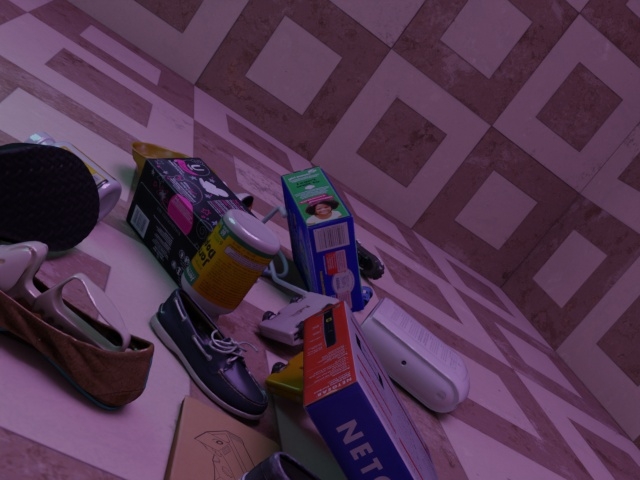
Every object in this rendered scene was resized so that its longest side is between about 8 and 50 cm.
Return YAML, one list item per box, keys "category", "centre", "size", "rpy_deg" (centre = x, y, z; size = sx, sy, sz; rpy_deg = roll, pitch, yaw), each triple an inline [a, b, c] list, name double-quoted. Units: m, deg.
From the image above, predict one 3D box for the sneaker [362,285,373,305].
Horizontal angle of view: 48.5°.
- category: "sneaker"
  centre: [0.110, 0.164, 1.971]
  size: [0.059, 0.053, 0.144]
  rpy_deg: [42, 23, 24]

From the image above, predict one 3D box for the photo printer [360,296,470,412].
- category: "photo printer"
  centre: [0.233, 0.285, 1.751]
  size: [0.307, 0.107, 0.256]
  rpy_deg: [39, 14, 5]

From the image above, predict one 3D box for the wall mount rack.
- category: "wall mount rack"
  centre: [-0.149, 0.024, 1.632]
  size: [0.350, 0.130, 0.304]
  rpy_deg: [21, 39, -45]

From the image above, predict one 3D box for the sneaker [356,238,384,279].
- category: "sneaker"
  centre: [0.119, 0.052, 2.321]
  size: [0.106, 0.078, 0.234]
  rpy_deg: [23, 15, -37]

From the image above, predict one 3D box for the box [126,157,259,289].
- category: "box"
  centre: [-0.254, -0.033, 1.426]
  size: [0.142, 0.163, 0.247]
  rpy_deg: [-7, 43, -46]

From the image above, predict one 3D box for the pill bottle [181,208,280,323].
- category: "pill bottle"
  centre: [-0.175, 0.057, 1.271]
  size: [0.117, 0.208, 0.117]
  rpy_deg: [35, 14, -10]

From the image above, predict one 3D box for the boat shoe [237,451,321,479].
- category: "boat shoe"
  centre: [0.026, 0.371, 0.905]
  size: [0.301, 0.102, 0.108]
  rpy_deg: [42, 11, -16]

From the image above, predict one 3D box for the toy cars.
- category: "toy cars"
  centre: [-0.027, 0.214, 1.370]
  size: [0.176, 0.087, 0.394]
  rpy_deg: [-3, 20, -7]

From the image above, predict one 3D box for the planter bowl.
- category: "planter bowl"
  centre: [-0.367, -0.156, 1.718]
  size: [0.217, 0.090, 0.217]
  rpy_deg: [22, 13, -6]

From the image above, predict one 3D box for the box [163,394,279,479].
- category: "box"
  centre: [-0.128, 0.305, 0.964]
  size: [0.164, 0.021, 0.201]
  rpy_deg: [34, 14, -14]

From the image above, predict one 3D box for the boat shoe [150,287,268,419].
- category: "boat shoe"
  centre: [-0.169, 0.180, 1.151]
  size: [0.254, 0.079, 0.095]
  rpy_deg: [43, 15, 24]

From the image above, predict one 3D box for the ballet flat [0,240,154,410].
- category: "ballet flat"
  centre: [-0.357, 0.080, 0.917]
  size: [0.342, 0.124, 0.116]
  rpy_deg: [36, 13, -2]

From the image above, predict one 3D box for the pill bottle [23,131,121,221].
- category: "pill bottle"
  centre: [-0.475, -0.121, 1.340]
  size: [0.184, 0.103, 0.103]
  rpy_deg: [38, 14, 6]

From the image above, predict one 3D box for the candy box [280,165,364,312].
- category: "candy box"
  centre: [0.000, 0.000, 1.784]
  size: [0.122, 0.268, 0.317]
  rpy_deg: [-14, 30, -10]

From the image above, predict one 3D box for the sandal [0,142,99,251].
- category: "sandal"
  centre: [-0.494, -0.073, 1.044]
  size: [0.107, 0.168, 0.445]
  rpy_deg: [11, 3, 21]

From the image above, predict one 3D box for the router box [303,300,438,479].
- category: "router box"
  centre: [0.086, 0.293, 1.084]
  size: [0.336, 0.082, 0.301]
  rpy_deg: [61, 6, -13]

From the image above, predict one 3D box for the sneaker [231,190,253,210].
- category: "sneaker"
  centre: [-0.280, -0.088, 1.790]
  size: [0.121, 0.099, 0.262]
  rpy_deg: [20, 9, 21]
